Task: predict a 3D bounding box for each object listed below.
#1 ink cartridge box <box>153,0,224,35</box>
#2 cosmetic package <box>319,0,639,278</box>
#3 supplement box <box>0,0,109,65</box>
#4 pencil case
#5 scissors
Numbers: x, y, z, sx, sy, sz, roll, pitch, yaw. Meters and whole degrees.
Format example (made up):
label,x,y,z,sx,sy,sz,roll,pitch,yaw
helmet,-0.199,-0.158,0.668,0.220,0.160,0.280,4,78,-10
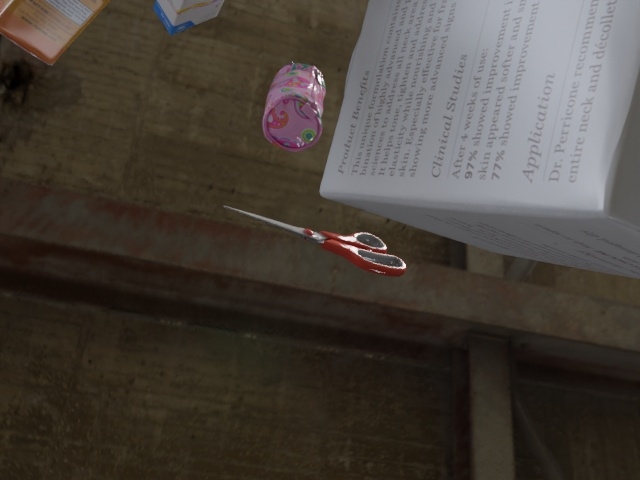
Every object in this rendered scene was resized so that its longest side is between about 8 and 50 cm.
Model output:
label,x,y,z,sx,sy,sz,roll,pitch,yaw
ink cartridge box,-0.271,-0.553,1.494,0.134,0.231,0.078,-33,-87,-24
cosmetic package,0.264,-0.152,0.737,0.327,0.393,0.330,16,-92,-33
supplement box,-0.242,-0.300,0.717,0.080,0.233,0.078,32,-159,-47
pencil case,-0.049,-0.284,1.420,0.124,0.124,0.284,20,-152,-7
scissors,0.000,0.000,1.037,0.297,0.021,0.109,13,-151,-31
